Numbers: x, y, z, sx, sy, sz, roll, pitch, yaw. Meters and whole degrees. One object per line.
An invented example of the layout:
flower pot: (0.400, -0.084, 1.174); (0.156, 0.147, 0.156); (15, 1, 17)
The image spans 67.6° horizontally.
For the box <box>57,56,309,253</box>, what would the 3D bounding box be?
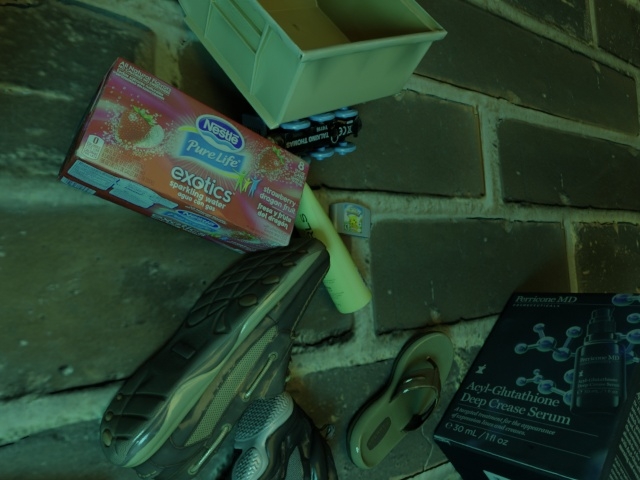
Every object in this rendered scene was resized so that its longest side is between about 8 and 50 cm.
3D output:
box: (-0.158, -0.085, 0.584); (0.257, 0.128, 0.122); (25, 71, -31)

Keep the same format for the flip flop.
flip flop: (0.151, 0.266, 0.799); (0.277, 0.080, 0.112); (-39, 107, -32)

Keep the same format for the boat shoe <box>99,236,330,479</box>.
boat shoe: (-0.107, 0.142, 0.613); (0.355, 0.132, 0.130); (-46, 121, -21)

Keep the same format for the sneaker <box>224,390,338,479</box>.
sneaker: (-0.064, 0.343, 0.619); (0.153, 0.101, 0.268); (37, 62, -24)

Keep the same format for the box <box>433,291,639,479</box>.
box: (0.458, 0.302, 0.888); (0.395, 0.294, 0.212); (-47, 112, -31)

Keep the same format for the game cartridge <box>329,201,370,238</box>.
game cartridge: (0.051, -0.035, 0.801); (0.083, 0.017, 0.055); (8, 77, -35)

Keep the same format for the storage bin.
storage bin: (-0.018, -0.307, 0.659); (0.262, 0.123, 0.260); (-26, 71, -35)

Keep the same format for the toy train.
toy train: (-0.023, -0.162, 0.704); (0.184, 0.105, 0.080); (-26, 128, -39)

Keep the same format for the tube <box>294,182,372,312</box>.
tube: (0.000, 0.000, 0.724); (0.240, 0.070, 0.062); (62, 27, -19)
